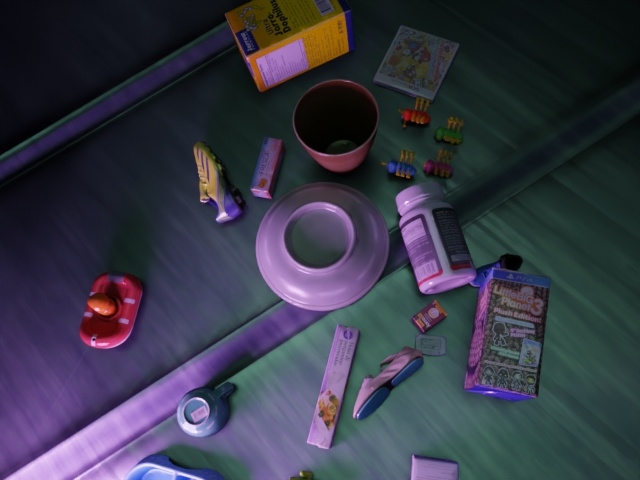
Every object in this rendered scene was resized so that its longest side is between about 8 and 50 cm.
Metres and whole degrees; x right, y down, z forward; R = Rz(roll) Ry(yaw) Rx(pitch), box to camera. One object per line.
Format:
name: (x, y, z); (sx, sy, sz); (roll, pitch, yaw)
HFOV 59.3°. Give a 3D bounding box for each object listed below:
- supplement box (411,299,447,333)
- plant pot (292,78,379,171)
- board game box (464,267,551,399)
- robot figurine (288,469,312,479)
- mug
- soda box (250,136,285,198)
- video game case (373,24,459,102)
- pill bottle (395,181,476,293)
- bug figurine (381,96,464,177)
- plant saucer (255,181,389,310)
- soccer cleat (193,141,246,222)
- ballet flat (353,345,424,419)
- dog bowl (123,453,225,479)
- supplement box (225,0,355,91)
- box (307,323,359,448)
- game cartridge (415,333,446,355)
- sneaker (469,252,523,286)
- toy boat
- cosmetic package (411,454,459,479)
supplement box: (0.302, 0.212, 1.561); (0.083, 0.043, 0.055); (-37, 73, -5)
plant pot: (0.055, -0.300, 1.645); (0.237, 0.254, 0.237); (-2, 73, 6)
board game box: (0.470, 0.245, 1.432); (0.141, 0.232, 0.291); (10, 73, 10)
robot figurine: (-0.047, 0.649, 1.450); (0.115, 0.067, 0.101); (6, 61, 9)
mug: (-0.319, 0.452, 1.530); (0.129, 0.097, 0.157); (10, 74, 10)
soda box: (-0.163, -0.225, 1.750); (0.063, 0.058, 0.183); (11, 73, 10)
video game case: (0.310, -0.574, 1.823); (0.206, 0.026, 0.227); (23, 76, 13)
pill bottle: (0.315, -0.008, 1.569); (0.161, 0.161, 0.283); (-15, 71, 2)
bug figurine: (0.315, -0.288, 1.706); (0.216, 0.072, 0.279); (17, 70, 5)
plant saucer: (0.000, 0.000, 1.638); (0.400, 0.100, 0.400); (-2, 73, 6)
soccer cleat: (-0.340, -0.184, 1.742); (0.121, 0.093, 0.289); (-33, 71, 3)
ballet flat: (0.169, 0.376, 1.515); (0.248, 0.086, 0.086); (-39, 72, -8)
dog bowl: (-0.387, 0.671, 1.481); (0.297, 0.074, 0.166); (12, 74, 10)
supplement box: (-0.091, -0.674, 1.814); (0.356, 0.194, 0.195); (-25, 71, -2)
box: (0.039, 0.393, 1.524); (0.063, 0.067, 0.324); (13, 73, 10)
game cartridge: (0.303, 0.289, 1.552); (0.083, 0.017, 0.056); (5, 69, 8)
sneaker: (0.486, 0.080, 1.560); (0.152, 0.084, 0.058); (-18, 71, 1)
toy boat: (-0.619, 0.192, 1.621); (0.151, 0.151, 0.231); (7, 73, 9)
cosmetic package: (0.278, 0.664, 1.399); (0.117, 0.085, 0.231); (6, 75, 9)
